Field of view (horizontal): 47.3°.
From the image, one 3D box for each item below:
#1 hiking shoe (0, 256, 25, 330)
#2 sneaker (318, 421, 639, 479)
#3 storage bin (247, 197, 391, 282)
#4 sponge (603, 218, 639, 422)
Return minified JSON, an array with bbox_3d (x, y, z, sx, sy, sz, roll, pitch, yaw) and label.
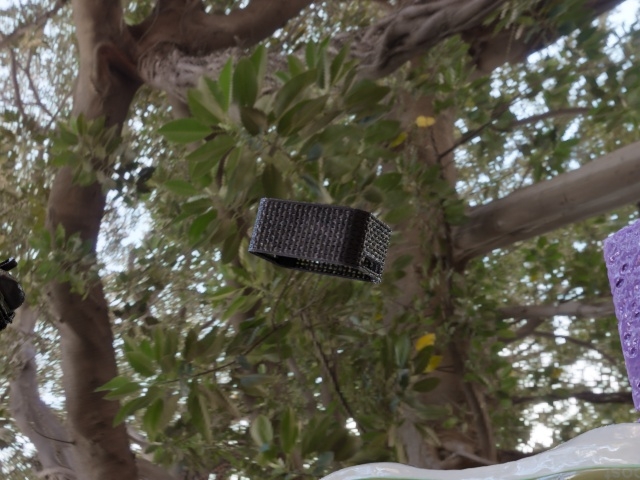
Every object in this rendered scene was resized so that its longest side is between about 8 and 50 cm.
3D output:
[{"bbox_3d":[-0.341,0.067,0.684,0.114,0.227,0.086,-30,-63,-7],"label":"hiking shoe"},{"bbox_3d":[0.070,0.229,0.447,0.182,0.410,0.158,-20,-97,-62],"label":"sneaker"},{"bbox_3d":[0.000,0.000,1.074,0.122,0.180,0.084,30,-109,-61],"label":"storage bin"},{"bbox_3d":[0.287,0.070,0.563,0.031,0.117,0.210,14,-121,-22],"label":"sponge"}]
